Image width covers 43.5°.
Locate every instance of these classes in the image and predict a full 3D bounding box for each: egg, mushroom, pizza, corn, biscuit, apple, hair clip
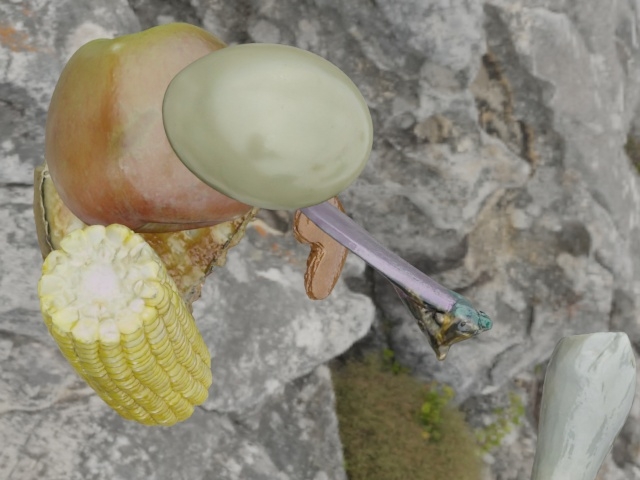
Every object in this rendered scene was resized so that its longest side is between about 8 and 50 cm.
[{"bbox_3d":[-0.059,-0.129,0.915,0.241,0.186,0.186,7,87,-7],"label":"egg"},{"bbox_3d":[0.308,0.236,0.963,0.118,0.103,0.270,17,87,-65],"label":"mushroom"},{"bbox_3d":[-0.281,0.009,1.434,0.406,0.130,0.440,-20,86,-15],"label":"pizza"},{"bbox_3d":[-0.138,0.073,0.591,0.244,0.093,0.093,86,29,-64],"label":"corn"},{"bbox_3d":[0.000,0.000,1.481,0.192,0.036,0.186,59,46,-44],"label":"biscuit"},{"bbox_3d":[-0.227,-0.167,1.185,0.338,0.338,0.305,-2,87,-47],"label":"apple"},{"bbox_3d":[0.076,0.026,1.114,0.110,0.358,0.096,-35,162,-39],"label":"hair clip"}]
